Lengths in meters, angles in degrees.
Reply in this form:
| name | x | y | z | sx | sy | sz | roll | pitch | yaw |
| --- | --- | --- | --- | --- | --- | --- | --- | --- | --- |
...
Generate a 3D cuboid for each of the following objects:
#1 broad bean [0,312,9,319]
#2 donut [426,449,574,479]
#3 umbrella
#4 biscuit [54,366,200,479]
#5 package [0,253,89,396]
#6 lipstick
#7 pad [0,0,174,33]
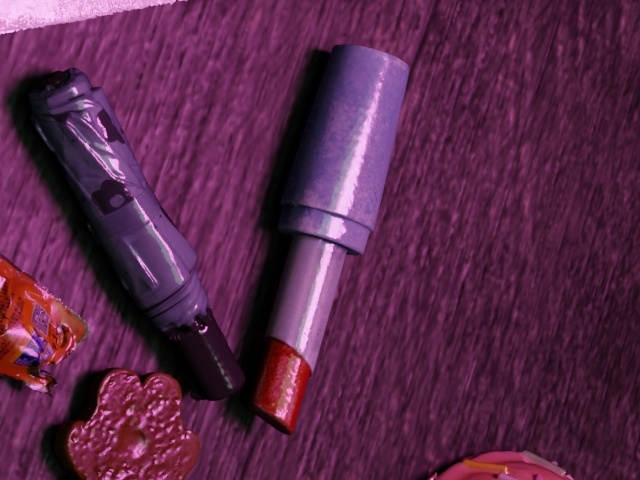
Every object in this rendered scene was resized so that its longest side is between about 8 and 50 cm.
| name | x | y | z | sx | sy | sz | roll | pitch | yaw |
| --- | --- | --- | --- | --- | --- | --- | --- | --- | --- |
| broad bean | -0.220 | 0.155 | 1.165 | 0.069 | 0.039 | 0.226 | -8 | 107 | -27 |
| donut | 0.144 | 0.259 | 1.421 | 0.233 | 0.085 | 0.199 | -18 | 102 | -35 |
| umbrella | -0.115 | -0.002 | 1.232 | 0.052 | 0.053 | 0.250 | -47 | 116 | -43 |
| biscuit | -0.133 | 0.173 | 1.249 | 0.124 | 0.026 | 0.175 | 11 | 87 | -37 |
| package | -0.202 | 0.054 | 1.188 | 0.111 | 0.033 | 0.077 | 34 | 83 | -27 |
| lipstick | 0.000 | 0.000 | 1.313 | 0.068 | 0.061 | 0.274 | 22 | 80 | -37 |
| pad | -0.172 | -0.219 | 1.210 | 0.232 | 0.004 | 0.156 | -16 | 102 | -34 |
